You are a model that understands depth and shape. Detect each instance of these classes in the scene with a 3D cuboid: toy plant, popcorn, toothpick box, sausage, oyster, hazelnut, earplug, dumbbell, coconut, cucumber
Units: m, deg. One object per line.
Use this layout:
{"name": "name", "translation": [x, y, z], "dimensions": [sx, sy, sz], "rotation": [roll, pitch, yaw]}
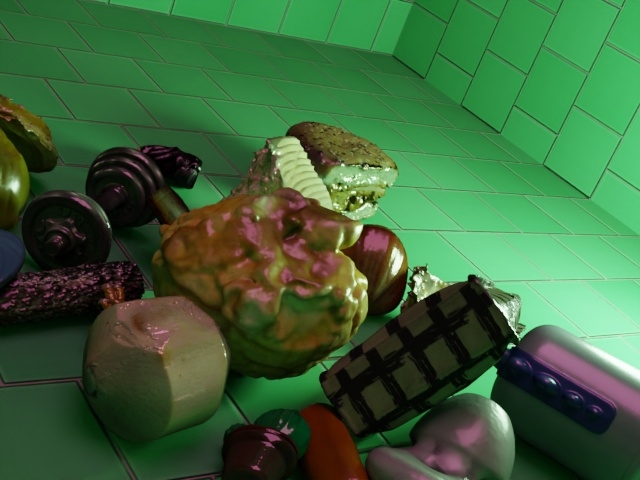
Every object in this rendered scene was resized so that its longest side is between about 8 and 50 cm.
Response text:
{"name": "toy plant", "translation": [-0.091, 0.322, 1.516], "dimensions": [0.142, 0.105, 0.200], "rotation": [-7, 18, 18]}
{"name": "popcorn", "translation": [-0.114, 0.086, 1.737], "dimensions": [0.390, 0.354, 0.344], "rotation": [-12, 17, 36]}
{"name": "toothpick box", "translation": [0.481, 0.306, 1.865], "dimensions": [0.354, 0.263, 0.263], "rotation": [31, 26, 22]}
{"name": "sausage", "translation": [0.013, 0.353, 1.562], "dimensions": [0.098, 0.098, 0.238], "rotation": [10, 28, -25]}
{"name": "oyster", "translation": [0.263, 0.189, 2.059], "dimensions": [0.197, 0.133, 0.337], "rotation": [19, 27, -11]}
{"name": "hazelnut", "translation": [0.106, 0.057, 2.136], "dimensions": [0.210, 0.186, 0.210], "rotation": [33, 8, -5]}
{"name": "earplug", "translation": [0.206, 0.365, 1.595], "dimensions": [0.214, 0.175, 0.325], "rotation": [25, 23, 24]}
{"name": "dumbbell", "translation": [-0.439, -0.060, 1.924], "dimensions": [0.179, 0.179, 0.406], "rotation": [23, 25, 2]}
{"name": "coconut", "translation": [-0.263, 0.198, 1.510], "dimensions": [0.241, 0.241, 0.241], "rotation": [18, 25, -9]}
{"name": "cucumber", "translation": [-0.475, 0.093, 1.678], "dimensions": [0.359, 0.096, 0.096], "rotation": [-5, 36, -46]}

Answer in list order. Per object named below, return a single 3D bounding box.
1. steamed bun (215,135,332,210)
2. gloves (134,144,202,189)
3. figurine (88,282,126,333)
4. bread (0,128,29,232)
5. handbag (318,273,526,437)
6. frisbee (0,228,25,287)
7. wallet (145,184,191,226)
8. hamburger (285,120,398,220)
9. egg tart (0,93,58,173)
{"name": "steamed bun", "translation": [-0.127, -0.064, 2.162], "dimensions": [0.274, 0.272, 0.290], "rotation": [56, 23, -12]}
{"name": "gloves", "translation": [-0.379, -0.184, 2.313], "dimensions": [0.180, 0.106, 0.129], "rotation": [21, 26, -12]}
{"name": "figurine", "translation": [-0.344, 0.143, 1.678], "dimensions": [0.101, 0.068, 0.143], "rotation": [30, 42, -29]}
{"name": "bread", "translation": [-0.731, -0.128, 1.806], "dimensions": [0.376, 0.208, 0.251], "rotation": [1, 36, -45]}
{"name": "handbag", "translation": [0.197, 0.195, 1.707], "dimensions": [0.163, 0.325, 0.327], "rotation": [57, 14, 10]}
{"name": "frisbee", "translation": [-0.634, 0.032, 1.602], "dimensions": [0.289, 0.049, 0.289], "rotation": [-2, 28, 1]}
{"name": "wallet", "translation": [-0.257, 0.003, 1.977], "dimensions": [0.255, 0.031, 0.137], "rotation": [57, 18, -7]}
{"name": "hamburger", "translation": [0.019, -0.183, 2.543], "dimensions": [0.318, 0.195, 0.277], "rotation": [-4, 37, -48]}
{"name": "egg tart", "translation": [-0.664, -0.236, 2.032], "dimensions": [0.278, 0.095, 0.279], "rotation": [17, -21, 7]}
